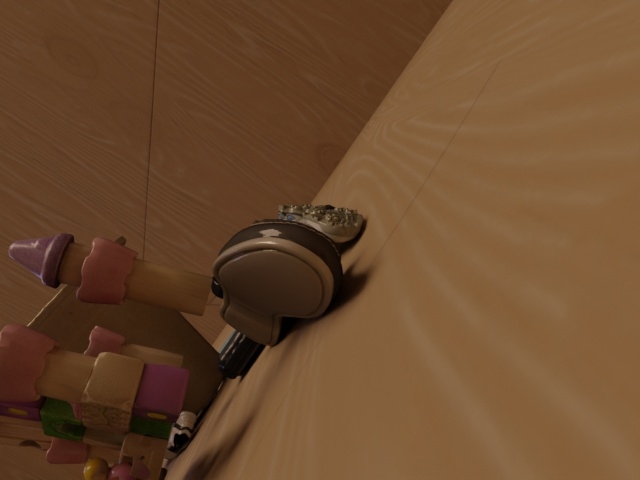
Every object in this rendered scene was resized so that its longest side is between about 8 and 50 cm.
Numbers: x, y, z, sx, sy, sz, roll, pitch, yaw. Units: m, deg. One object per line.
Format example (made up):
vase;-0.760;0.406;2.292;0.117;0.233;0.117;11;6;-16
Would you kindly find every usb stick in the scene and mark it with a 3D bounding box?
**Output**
usb stick;-0.055;0.070;0.791;0.278;0.045;0.077;-56;6;1

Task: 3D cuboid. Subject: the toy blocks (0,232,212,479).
toy blocks;-0.281;0.176;0.551;0.288;0.260;0.308;122;159;-51

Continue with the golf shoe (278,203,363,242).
golf shoe;0.000;0.000;0.680;0.176;0.069;0.085;-166;77;-69

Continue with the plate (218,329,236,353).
plate;-0.228;0.277;1.222;0.188;0.024;0.188;-56;4;6

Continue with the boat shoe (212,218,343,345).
boat shoe;-0.045;0.030;0.584;0.095;0.112;0.335;-63;4;-23

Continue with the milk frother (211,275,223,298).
milk frother;-0.124;0.108;1.031;0.134;0.129;0.143;-64;-33;-63

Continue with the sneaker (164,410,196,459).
sneaker;-0.231;0.318;0.888;0.043;0.040;0.109;-93;28;-55

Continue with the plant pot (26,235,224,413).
plant pot;-0.350;0.214;1.004;0.334;0.305;0.334;-46;11;12

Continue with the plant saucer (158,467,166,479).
plant saucer;-0.339;0.478;0.874;0.277;0.041;0.278;-54;6;8
